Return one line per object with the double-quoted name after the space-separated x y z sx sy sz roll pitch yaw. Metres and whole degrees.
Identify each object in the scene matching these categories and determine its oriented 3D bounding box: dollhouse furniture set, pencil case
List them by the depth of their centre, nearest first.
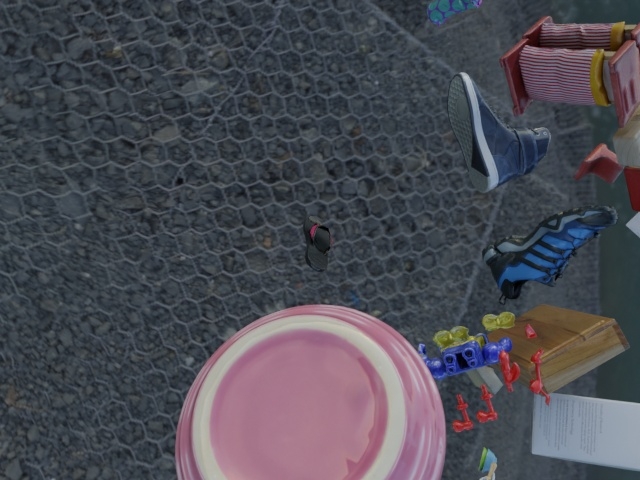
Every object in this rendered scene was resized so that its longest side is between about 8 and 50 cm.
0.476 -0.192 1.179 0.152 0.201 0.374 -46 127 -23 "dollhouse furniture set"
0.365 -0.642 1.865 0.064 0.151 0.070 -49 115 -32 "pencil case"
0.566 0.341 2.197 0.242 0.212 0.161 -44 111 -16 "dollhouse furniture set"

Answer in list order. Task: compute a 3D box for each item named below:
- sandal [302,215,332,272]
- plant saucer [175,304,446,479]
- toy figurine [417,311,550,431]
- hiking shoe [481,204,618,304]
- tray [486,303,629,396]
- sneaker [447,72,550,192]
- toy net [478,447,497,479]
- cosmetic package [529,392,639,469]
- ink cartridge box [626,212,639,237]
0.000 0.000 1.411 0.067 0.179 0.040 30 117 -19 "sandal"
-0.020 0.217 0.808 0.332 0.332 0.084 -49 150 -18 "plant saucer"
0.277 0.274 1.403 0.362 0.217 0.191 -22 81 14 "toy figurine"
0.486 0.025 1.419 0.113 0.304 0.132 -4 70 -43 "hiking shoe"
0.504 0.234 1.556 0.202 0.411 0.076 -29 89 -2 "tray"
0.340 -0.221 1.301 0.163 0.086 0.226 -20 96 -17 "sneaker"
0.453 0.666 1.894 0.232 0.045 0.122 -10 114 -73 "toy net"
0.693 0.462 1.636 0.197 0.365 0.155 48 47 -69 "cosmetic package"
0.783 -0.065 1.540 0.090 0.143 0.092 46 46 17 "ink cartridge box"
